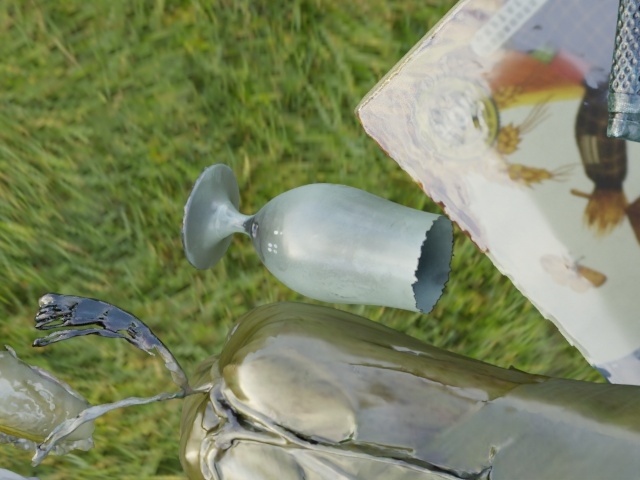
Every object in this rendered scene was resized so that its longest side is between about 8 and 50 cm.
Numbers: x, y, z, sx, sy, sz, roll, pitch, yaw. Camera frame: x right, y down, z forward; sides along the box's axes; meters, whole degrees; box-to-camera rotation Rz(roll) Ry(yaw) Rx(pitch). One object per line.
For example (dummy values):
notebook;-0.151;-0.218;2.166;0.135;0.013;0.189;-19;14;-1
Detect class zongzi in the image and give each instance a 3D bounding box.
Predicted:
zongzi;0.105;0.088;1.026;0.418;0.181;0.447;-41;100;9

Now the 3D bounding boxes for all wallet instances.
wallet;0.166;-0.110;0.860;0.026;0.088;0.129;9;93;30

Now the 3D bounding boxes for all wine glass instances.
wine glass;0.000;0.000;1.388;0.202;0.093;0.093;11;80;25

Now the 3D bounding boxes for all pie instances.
pie;-0.318;0.093;1.447;0.337;0.337;0.075;29;75;4

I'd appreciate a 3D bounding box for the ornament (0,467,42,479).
ornament;-0.272;0.329;1.243;0.337;0.337;0.337;0;81;0

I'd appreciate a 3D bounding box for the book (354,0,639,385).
book;0.263;-0.029;1.189;0.428;0.039;0.300;45;121;-1
